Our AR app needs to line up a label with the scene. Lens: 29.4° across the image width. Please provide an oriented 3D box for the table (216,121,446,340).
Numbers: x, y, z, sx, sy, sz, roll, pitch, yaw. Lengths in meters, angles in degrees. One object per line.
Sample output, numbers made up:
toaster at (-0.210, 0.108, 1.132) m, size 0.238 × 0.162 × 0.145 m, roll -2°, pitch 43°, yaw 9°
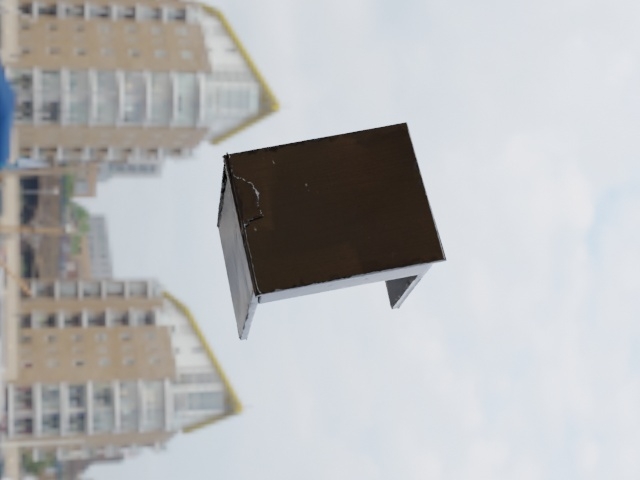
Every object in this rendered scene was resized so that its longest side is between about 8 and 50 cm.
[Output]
table at (0.000, 0.000, 1.649) m, size 0.282 × 0.251 × 0.196 m, roll 114°, pitch -37°, yaw -70°
